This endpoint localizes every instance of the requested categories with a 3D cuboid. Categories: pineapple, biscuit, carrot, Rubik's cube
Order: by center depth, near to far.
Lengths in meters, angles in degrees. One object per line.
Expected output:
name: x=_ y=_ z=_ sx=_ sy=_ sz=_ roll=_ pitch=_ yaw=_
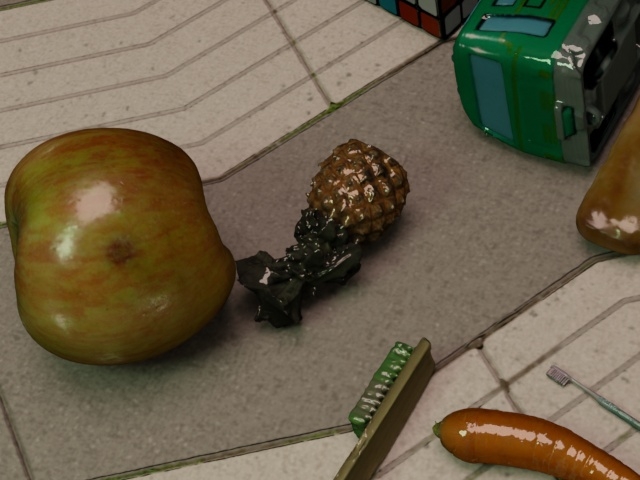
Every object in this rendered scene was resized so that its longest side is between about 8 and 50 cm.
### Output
carrot: x=0.244 y=0.220 z=1.712 sx=0.271 sy=0.062 sz=0.066 roll=15 pitch=22 yaw=15
pineapple: x=0.000 y=0.000 z=1.904 sx=0.111 sy=0.119 sz=0.237 roll=44 pitch=65 yaw=-14
biscuit: x=0.444 y=-0.077 z=1.916 sx=0.236 sy=0.062 sz=0.291 roll=18 pitch=56 yaw=21
Rubik's cube: x=0.143 y=-0.379 z=2.151 sx=0.151 sy=0.155 sz=0.154 roll=32 pitch=62 yaw=32

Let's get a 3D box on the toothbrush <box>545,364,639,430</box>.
toothbrush: x=0.304 y=0.177 z=1.763 sx=0.167 sy=0.011 sz=0.014 roll=34 pitch=68 yaw=30

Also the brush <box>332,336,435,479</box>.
brush: x=0.040 y=0.215 z=1.749 sx=0.048 sy=0.054 sz=0.282 roll=12 pitch=53 yaw=30

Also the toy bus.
toy bus: x=0.301 y=-0.267 z=2.019 sx=0.199 sy=0.183 sz=0.343 roll=16 pitch=54 yaw=27

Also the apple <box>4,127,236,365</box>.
apple: x=-0.217 y=0.003 z=1.838 sx=0.264 sy=0.264 sz=0.264 roll=-4 pitch=51 yaw=5
